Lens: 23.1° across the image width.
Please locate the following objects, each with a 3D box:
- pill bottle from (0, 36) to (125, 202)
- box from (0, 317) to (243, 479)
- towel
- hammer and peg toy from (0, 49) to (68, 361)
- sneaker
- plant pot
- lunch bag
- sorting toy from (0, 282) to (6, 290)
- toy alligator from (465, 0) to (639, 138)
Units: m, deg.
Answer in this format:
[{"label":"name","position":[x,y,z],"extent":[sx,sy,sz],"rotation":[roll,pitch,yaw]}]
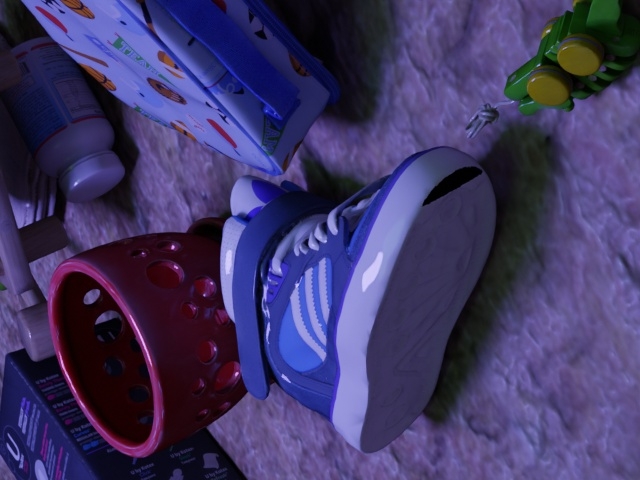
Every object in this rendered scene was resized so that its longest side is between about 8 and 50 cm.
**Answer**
[{"label":"pill bottle","position":[-0.265,-0.122,1.602],"extent":[0.160,0.087,0.087],"rotation":[60,146,15]},{"label":"box","position":[-0.220,0.242,1.683],"extent":[0.270,0.143,0.165],"rotation":[48,140,31]},{"label":"towel","position":[-0.372,-0.150,1.784],"extent":[0.282,0.049,0.187],"rotation":[49,141,31]},{"label":"hammer and peg toy","position":[-0.371,-0.049,1.622],"extent":[0.266,0.127,0.361],"rotation":[33,141,52]},{"label":"sneaker","position":[0.000,0.000,1.236],"extent":[0.236,0.130,0.323],"rotation":[44,145,28]},{"label":"plant pot","position":[-0.129,0.081,1.432],"extent":[0.191,0.174,0.191],"rotation":[32,131,45]},{"label":"lunch bag","position":[-0.123,-0.178,1.226],"extent":[0.243,0.115,0.303],"rotation":[24,165,50]},{"label":"sorting toy","position":[-0.427,0.019,1.960],"extent":[0.061,0.042,0.102],"rotation":[1,108,56]},{"label":"toy alligator","position":[0.160,-0.108,1.022],"extent":[0.051,0.056,0.190],"rotation":[28,146,-10]}]
